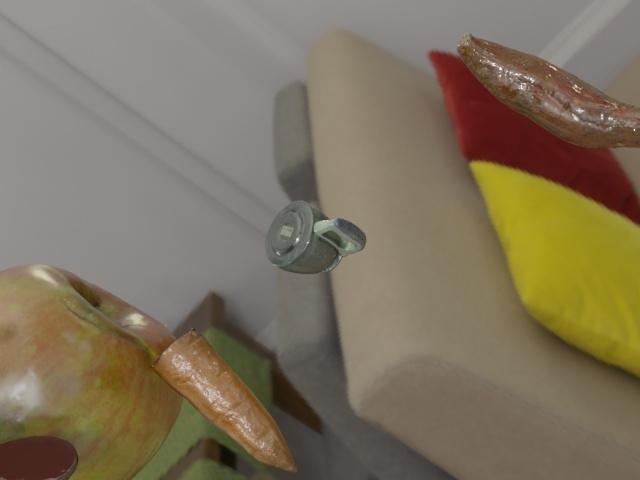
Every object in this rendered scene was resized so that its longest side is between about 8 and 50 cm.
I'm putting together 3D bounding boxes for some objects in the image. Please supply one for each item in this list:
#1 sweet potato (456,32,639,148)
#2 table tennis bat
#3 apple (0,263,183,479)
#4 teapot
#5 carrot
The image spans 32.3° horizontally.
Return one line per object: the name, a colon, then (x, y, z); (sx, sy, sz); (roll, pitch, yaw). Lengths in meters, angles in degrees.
sweet potato: (0.249, -0.133, 1.070); (0.058, 0.255, 0.078); (-44, -29, -52)
table tennis bat: (-0.382, 0.269, 1.213); (0.234, 0.022, 0.131); (-17, 24, -26)
apple: (-0.362, 0.204, 1.472); (0.339, 0.339, 0.339); (-43, 24, 25)
teapot: (-0.004, -0.006, 1.729); (0.149, 0.108, 0.111); (-42, 44, 26)
carrot: (-0.102, 0.197, 1.281); (0.072, 0.205, 0.072); (-44, -7, -7)
